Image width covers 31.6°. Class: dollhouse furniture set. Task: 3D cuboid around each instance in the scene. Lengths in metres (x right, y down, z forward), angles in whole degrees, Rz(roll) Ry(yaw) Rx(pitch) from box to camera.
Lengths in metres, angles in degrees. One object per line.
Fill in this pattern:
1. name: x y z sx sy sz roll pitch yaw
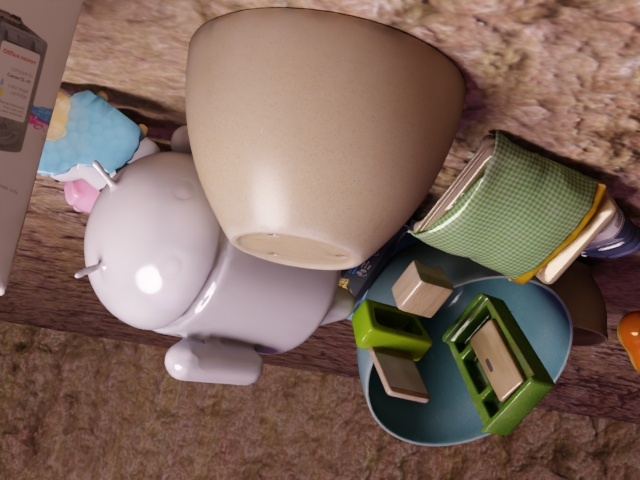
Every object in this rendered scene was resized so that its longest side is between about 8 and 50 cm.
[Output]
1. dollhouse furniture set: 0.201 0.056 1.277 0.197 0.151 0.301 17 124 -32

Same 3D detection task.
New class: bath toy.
1. bath toy: -0.271 -0.075 1.430 0.151 0.129 0.348 38 170 13

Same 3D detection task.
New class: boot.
1. boot: 0.311 -0.001 1.438 0.190 0.069 0.086 -5 154 43

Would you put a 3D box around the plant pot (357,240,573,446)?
1. plant pot: 0.171 0.110 1.553 0.290 0.290 0.195 18 -154 -29

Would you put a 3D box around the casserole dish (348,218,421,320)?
1. casserole dish: 0.083 0.035 1.619 0.114 0.037 0.188 12 123 -29

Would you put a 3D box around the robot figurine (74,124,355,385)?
1. robot figurine: -0.118 0.018 1.286 0.353 0.300 0.200 18 150 -41

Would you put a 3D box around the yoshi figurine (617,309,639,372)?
1. yoshi figurine: 0.590 0.111 1.490 0.203 0.203 0.362 0 170 -31

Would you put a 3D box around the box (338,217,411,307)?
1. box: 0.000 0.000 1.492 0.175 0.051 0.220 20 139 -10

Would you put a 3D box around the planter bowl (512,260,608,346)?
1. planter bowl: 0.347 0.087 1.673 0.162 0.109 0.162 9 166 2

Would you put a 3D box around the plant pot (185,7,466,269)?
1. plant pot: -0.008 -0.079 1.119 0.284 0.191 0.284 9 165 2

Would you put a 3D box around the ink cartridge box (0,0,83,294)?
1. ink cartridge box: -0.344 -0.113 0.976 0.226 0.306 0.131 -4 160 41
